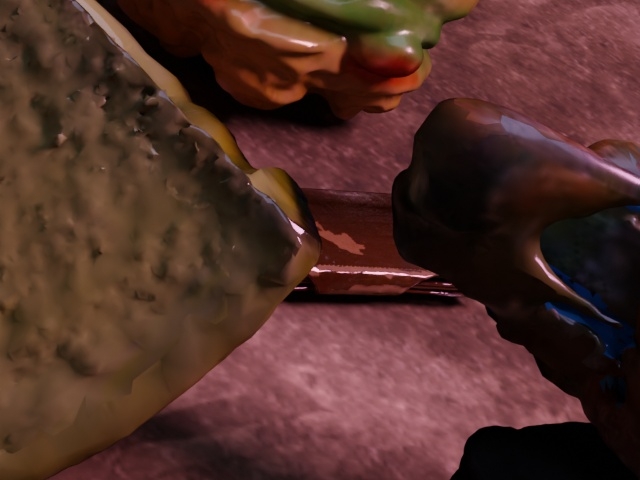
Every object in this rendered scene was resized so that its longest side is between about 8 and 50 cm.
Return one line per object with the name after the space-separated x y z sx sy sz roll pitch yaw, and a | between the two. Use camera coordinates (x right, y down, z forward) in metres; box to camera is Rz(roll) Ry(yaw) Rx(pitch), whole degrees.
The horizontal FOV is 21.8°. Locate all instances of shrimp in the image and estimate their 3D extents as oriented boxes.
0.195 0.110 0.584 0.446 0.110 0.221 42 39 18 | shrimp

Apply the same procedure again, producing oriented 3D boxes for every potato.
-0.185 -0.047 0.660 0.330 0.213 0.280 44 3 -3 | potato

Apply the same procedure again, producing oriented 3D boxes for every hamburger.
-0.022 -0.159 0.982 0.237 0.149 0.237 27 19 -10 | hamburger

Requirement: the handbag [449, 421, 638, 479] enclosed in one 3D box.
0.175 0.177 0.613 0.192 0.075 0.332 8 29 -27 | handbag

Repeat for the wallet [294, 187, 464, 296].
0.000 0.000 0.853 0.176 0.026 0.095 3 27 -33 | wallet
